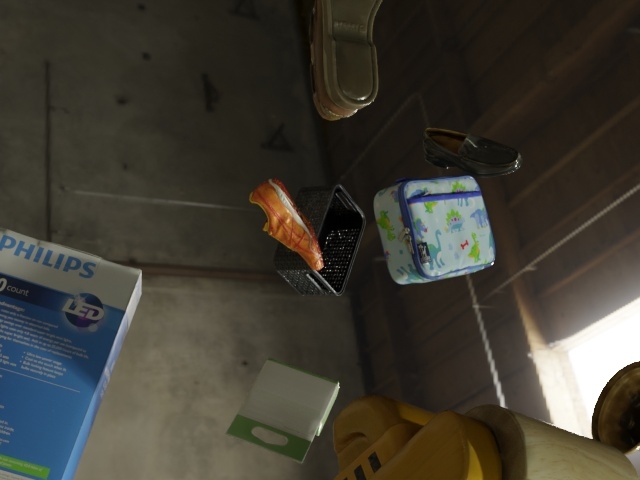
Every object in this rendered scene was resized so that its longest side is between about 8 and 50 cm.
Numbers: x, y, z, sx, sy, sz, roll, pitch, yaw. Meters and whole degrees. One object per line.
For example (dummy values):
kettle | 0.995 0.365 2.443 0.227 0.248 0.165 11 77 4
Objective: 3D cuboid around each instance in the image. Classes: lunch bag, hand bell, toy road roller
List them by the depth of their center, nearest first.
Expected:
toy road roller | 0.117 0.234 0.780 0.329 0.202 0.240 -51 -153 34
hand bell | 0.474 0.259 1.025 0.126 0.242 0.126 -56 -167 21
lunch bag | 0.193 -0.022 1.373 0.090 0.219 0.176 -19 -99 46

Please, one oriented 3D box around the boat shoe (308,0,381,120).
boat shoe | 0.026 -0.337 1.256 0.104 0.111 0.307 -19 -118 61

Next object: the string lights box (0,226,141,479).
string lights box | -0.260 0.132 0.709 0.077 0.133 0.259 117 -10 -65

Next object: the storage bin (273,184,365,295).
storage bin | 0.000 0.000 1.488 0.084 0.122 0.180 -1 -124 35

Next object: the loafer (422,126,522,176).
loafer | 0.241 -0.146 1.333 0.170 0.061 0.062 10 -121 27

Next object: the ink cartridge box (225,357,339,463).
ink cartridge box | -0.077 0.361 1.713 0.235 0.171 0.056 -60 165 -49

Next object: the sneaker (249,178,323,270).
sneaker | -0.053 -0.020 1.338 0.067 0.175 0.064 -32 -164 9
